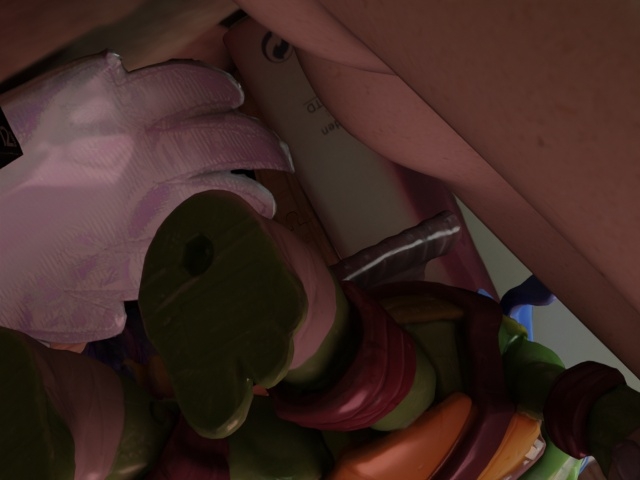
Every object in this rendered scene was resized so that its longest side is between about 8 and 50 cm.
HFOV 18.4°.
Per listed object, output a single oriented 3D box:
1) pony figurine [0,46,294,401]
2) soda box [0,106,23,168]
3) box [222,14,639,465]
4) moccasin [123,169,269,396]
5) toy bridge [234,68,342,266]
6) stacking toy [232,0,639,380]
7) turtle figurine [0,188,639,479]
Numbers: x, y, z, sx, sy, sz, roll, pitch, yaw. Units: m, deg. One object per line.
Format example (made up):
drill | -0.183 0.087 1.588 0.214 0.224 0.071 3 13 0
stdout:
pony figurine | -0.142 0.094 0.872 0.351 0.303 0.363 -19 -173 5
soda box | -0.188 -0.012 0.665 0.169 0.053 0.060 -29 172 17
box | 0.082 -0.017 0.856 0.127 0.232 0.148 -31 170 15
moccasin | 0.052 -0.015 1.091 0.380 0.139 0.147 -38 145 12
toy bridge | 0.000 0.000 0.870 0.026 0.188 0.063 -31 156 11
stacking toy | 0.220 -0.153 0.494 0.480 0.350 0.350 -45 170 2
turtle figurine | 0.022 0.107 0.637 0.198 0.274 0.266 6 167 41
